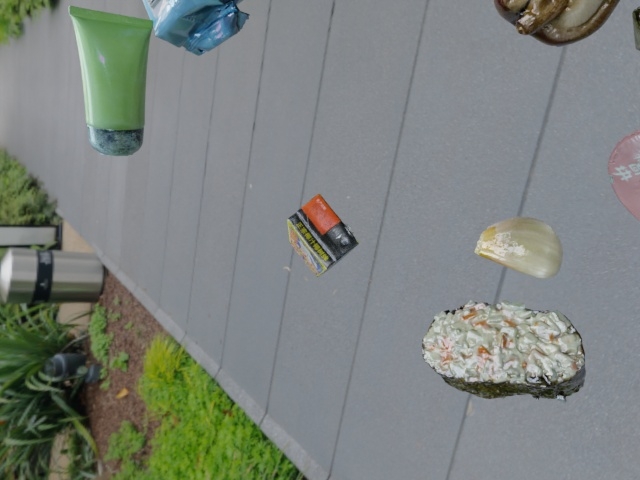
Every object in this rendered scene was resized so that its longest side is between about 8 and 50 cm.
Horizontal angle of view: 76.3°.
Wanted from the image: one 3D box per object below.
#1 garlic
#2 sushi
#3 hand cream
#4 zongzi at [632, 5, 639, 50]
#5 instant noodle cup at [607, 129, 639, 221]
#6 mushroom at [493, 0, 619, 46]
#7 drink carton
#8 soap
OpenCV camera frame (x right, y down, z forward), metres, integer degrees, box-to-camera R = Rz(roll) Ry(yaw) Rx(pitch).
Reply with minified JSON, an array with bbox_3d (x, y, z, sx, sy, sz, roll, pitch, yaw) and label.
[{"bbox_3d":[0.516,0.029,1.024,0.164,0.244,0.145,-27,47,58],"label":"garlic"},{"bbox_3d":[0.187,0.114,0.425,0.150,0.078,0.091,-6,58,32],"label":"sushi"},{"bbox_3d":[-0.267,-0.198,0.531,0.046,0.095,0.175,36,125,41],"label":"hand cream"},{"bbox_3d":[0.375,-0.318,0.361,0.289,0.260,0.123,62,168,-15],"label":"zongzi"},{"bbox_3d":[0.666,-0.143,0.665,0.231,0.243,0.243,-36,56,-4],"label":"instant noodle cup"},{"bbox_3d":[0.452,-0.488,0.775,0.194,0.231,0.138,-47,25,36],"label":"mushroom"},{"bbox_3d":[0.000,0.000,0.505,0.071,0.056,0.166,49,172,3],"label":"drink carton"},{"bbox_3d":[-0.180,-0.378,0.473,0.156,0.077,0.293,3,116,48],"label":"soap"}]
